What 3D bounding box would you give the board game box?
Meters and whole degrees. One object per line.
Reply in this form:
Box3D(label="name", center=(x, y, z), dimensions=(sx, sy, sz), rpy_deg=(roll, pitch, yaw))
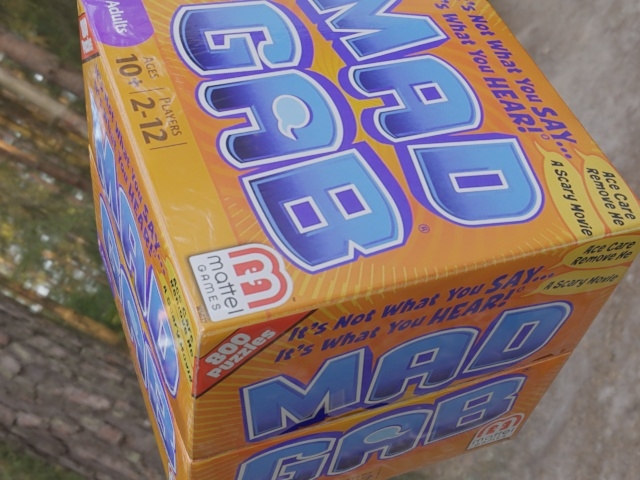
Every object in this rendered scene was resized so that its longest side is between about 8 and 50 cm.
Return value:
Box3D(label="board game box", center=(0.000, 0.000, 0.837), dimensions=(0.356, 0.357, 0.356), rpy_deg=(102, 149, -50))
